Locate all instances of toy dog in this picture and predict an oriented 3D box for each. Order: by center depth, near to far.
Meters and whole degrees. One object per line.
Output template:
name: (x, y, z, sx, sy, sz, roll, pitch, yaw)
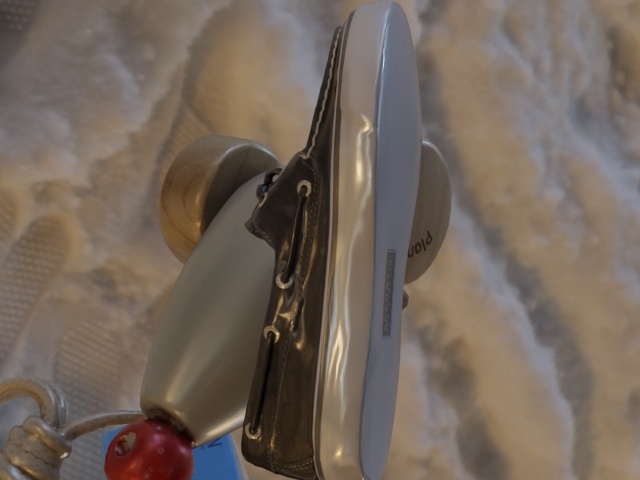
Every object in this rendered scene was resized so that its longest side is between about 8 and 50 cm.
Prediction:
toy dog: (-0.037, 0.089, 0.682, 0.334, 0.220, 0.161, -50, 133, -4)

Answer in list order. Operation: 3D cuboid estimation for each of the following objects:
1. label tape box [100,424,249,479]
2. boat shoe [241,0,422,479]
label tape box: (-0.065, 0.339, 1.010, 0.115, 0.249, 0.348, -21, 125, -2)
boat shoe: (0.000, 0.000, 0.578, 0.080, 0.076, 0.228, 12, 81, -71)
